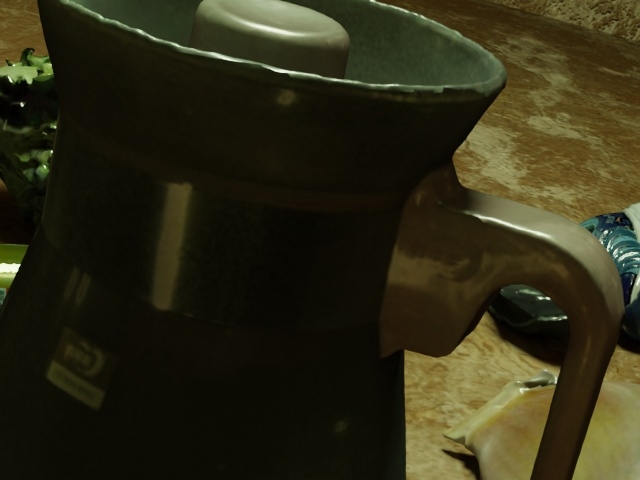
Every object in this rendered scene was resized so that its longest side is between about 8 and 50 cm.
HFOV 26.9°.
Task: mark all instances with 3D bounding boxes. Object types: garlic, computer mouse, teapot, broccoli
[{"bbox_3d":[0.186,0.173,0.843,0.128,0.148,0.266,48,10,-13],"label":"garlic"},{"bbox_3d":[0.203,0.045,1.221,0.105,0.062,0.192,-11,19,-7],"label":"computer mouse"},{"bbox_3d":[-0.035,0.068,0.605,0.300,0.344,0.253,19,22,16],"label":"teapot"},{"bbox_3d":[-0.334,-0.113,1.155,0.304,0.146,0.165,17,7,-4],"label":"broccoli"}]

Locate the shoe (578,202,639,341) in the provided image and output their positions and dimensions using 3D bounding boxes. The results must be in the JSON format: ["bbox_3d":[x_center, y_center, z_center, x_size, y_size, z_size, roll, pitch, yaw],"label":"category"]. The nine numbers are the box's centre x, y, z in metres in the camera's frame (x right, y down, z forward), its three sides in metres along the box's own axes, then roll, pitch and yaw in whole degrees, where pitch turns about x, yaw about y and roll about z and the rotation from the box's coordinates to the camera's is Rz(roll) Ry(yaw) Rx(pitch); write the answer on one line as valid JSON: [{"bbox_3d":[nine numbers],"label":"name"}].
[{"bbox_3d":[0.287,0.035,1.299,0.106,0.092,0.207,-11,23,9],"label":"shoe"}]

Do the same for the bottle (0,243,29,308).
[{"bbox_3d":[-0.163,0.046,0.961,0.286,0.082,0.082,4,22,-25],"label":"bottle"}]
